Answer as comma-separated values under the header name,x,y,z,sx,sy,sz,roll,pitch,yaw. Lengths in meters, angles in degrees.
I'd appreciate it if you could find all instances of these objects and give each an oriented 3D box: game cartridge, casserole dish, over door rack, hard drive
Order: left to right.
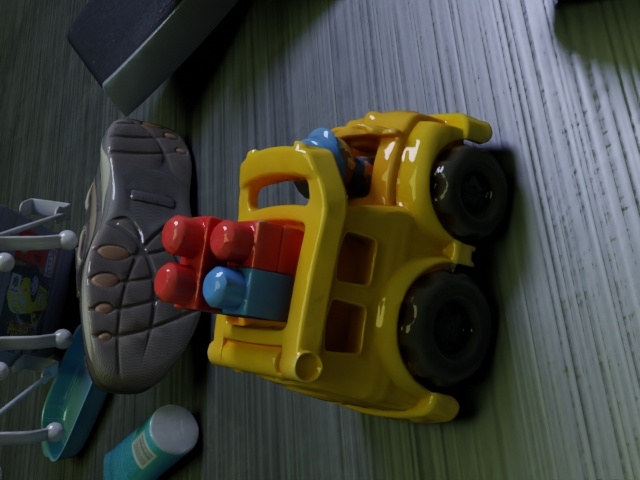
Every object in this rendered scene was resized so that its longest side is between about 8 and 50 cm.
name,x,y,z,sx,sy,sz,roll,pitch,yaw
game cartridge,-0.412,0.069,1.083,0.294,0.060,0.195,71,-149,-79
over door rack,-0.324,0.092,0.909,0.324,0.108,0.239,-116,33,-77
casserole dish,-0.312,0.198,1.049,0.114,0.037,0.188,45,114,51
hard drive,-0.194,-0.291,0.976,0.254,0.054,0.172,-45,55,8

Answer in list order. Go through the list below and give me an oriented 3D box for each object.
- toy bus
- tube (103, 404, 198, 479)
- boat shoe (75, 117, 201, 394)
name,x,y,z,sx,sy,sz,roll,pitch,yaw
toy bus,0.000,0.000,0.550,0.149,0.212,0.220,-3,73,55
tube,-0.198,0.239,0.871,0.207,0.052,0.080,-43,40,43
boat shoe,-0.209,0.023,0.919,0.130,0.133,0.355,-52,31,43
